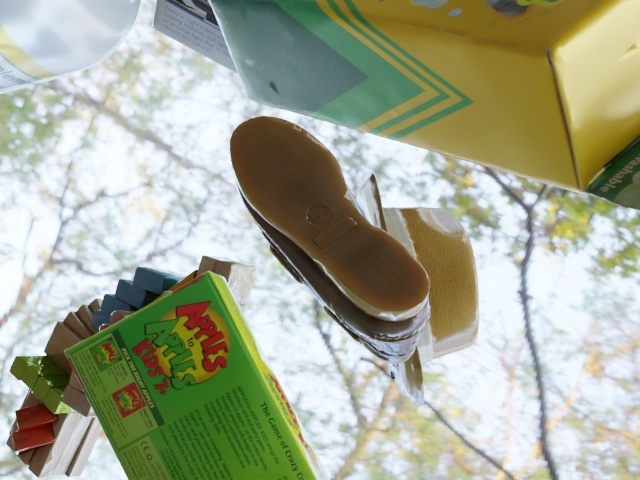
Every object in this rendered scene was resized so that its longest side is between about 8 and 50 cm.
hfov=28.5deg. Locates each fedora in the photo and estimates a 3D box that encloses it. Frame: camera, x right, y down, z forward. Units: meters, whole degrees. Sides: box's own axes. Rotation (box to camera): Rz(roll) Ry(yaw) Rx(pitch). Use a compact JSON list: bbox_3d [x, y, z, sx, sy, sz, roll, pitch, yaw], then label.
[{"bbox_3d":[0.083,0.034,1.022,0.079,0.194,0.194,-11,-117,-4],"label":"fedora"}]

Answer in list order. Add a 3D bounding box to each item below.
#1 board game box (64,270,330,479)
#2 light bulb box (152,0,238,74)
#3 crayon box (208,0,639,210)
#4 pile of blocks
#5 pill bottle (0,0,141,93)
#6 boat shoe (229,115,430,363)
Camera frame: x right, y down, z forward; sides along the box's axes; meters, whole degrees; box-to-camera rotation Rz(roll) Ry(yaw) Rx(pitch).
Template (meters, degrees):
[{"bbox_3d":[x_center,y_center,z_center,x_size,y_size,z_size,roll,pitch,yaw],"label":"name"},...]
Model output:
[{"bbox_3d":[-0.054,0.118,0.683,0.092,0.043,0.181,-29,-100,3],"label":"board game box"},{"bbox_3d":[0.019,-0.402,1.374,0.225,0.358,0.361,29,-43,10],"label":"light bulb box"},{"bbox_3d":[0.114,-0.132,0.676,0.203,0.083,0.323,-37,-145,-25],"label":"crayon box"},{"bbox_3d":[-0.230,0.112,1.308,0.362,0.113,0.149,-41,-114,24],"label":"pile of blocks"},{"bbox_3d":[-0.209,-0.156,0.621,0.334,0.188,0.187,-14,-114,11],"label":"pill bottle"},{"bbox_3d":[0.000,0.000,0.871,0.073,0.073,0.207,-24,-124,-18],"label":"boat shoe"}]
